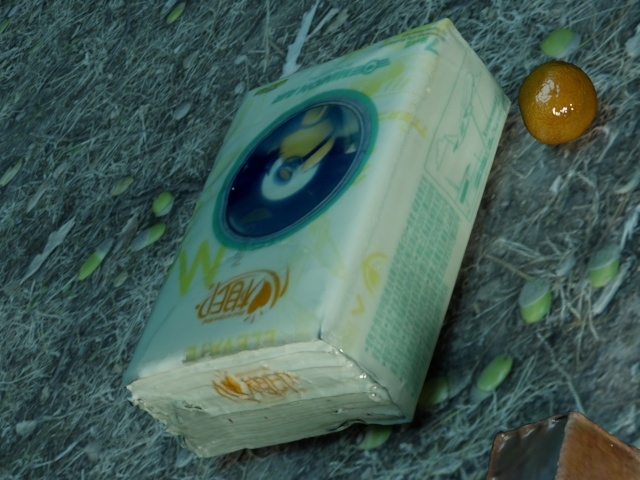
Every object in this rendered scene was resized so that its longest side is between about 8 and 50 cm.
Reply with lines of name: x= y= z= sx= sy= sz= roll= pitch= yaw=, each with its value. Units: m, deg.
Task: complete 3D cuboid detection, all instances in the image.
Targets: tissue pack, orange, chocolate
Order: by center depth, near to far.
chocolate: x=0.155 y=0.275 z=1.336 sx=0.112 sy=0.112 sz=0.321 roll=-20 pitch=39 yaw=41
orange: x=0.220 y=-0.128 z=1.766 sx=0.085 sy=0.085 sz=0.085 roll=-32 pitch=33 yaw=24
tissue pack: x=0.000 y=0.000 z=1.807 sx=0.287 sy=0.162 sz=0.388 roll=-16 pitch=41 yaw=41
